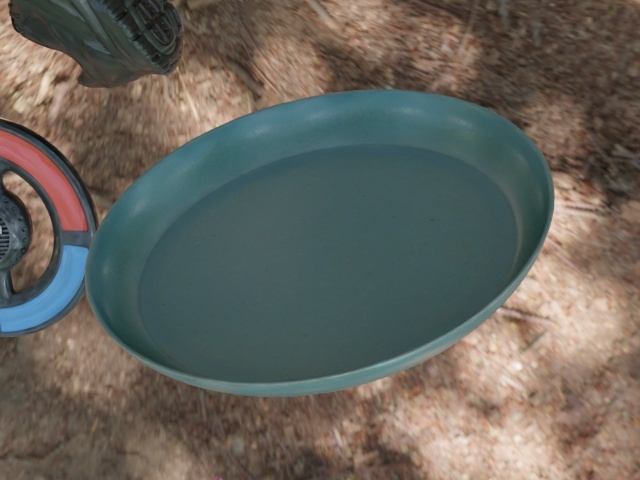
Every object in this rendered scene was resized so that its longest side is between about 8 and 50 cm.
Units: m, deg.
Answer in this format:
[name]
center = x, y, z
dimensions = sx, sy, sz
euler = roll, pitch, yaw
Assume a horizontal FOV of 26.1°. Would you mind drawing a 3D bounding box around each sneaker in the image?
[sneaker]
center = -0.256, -0.250, 1.286
dimensions = 0.130, 0.109, 0.286
euler = -19, 120, 31

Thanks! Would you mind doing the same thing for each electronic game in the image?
[electronic game]
center = -0.323, -0.012, 1.336
dimensions = 0.229, 0.048, 0.229
euler = 4, 112, 11

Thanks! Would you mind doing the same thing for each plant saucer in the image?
[plant saucer]
center = 0.000, 0.000, 0.930
dimensions = 0.317, 0.317, 0.044
euler = -16, 127, -3

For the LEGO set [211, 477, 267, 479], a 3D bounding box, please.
[LEGO set]
center = -0.020, 0.282, 1.200
dimensions = 0.287, 0.107, 0.132
euler = 43, 70, -41
